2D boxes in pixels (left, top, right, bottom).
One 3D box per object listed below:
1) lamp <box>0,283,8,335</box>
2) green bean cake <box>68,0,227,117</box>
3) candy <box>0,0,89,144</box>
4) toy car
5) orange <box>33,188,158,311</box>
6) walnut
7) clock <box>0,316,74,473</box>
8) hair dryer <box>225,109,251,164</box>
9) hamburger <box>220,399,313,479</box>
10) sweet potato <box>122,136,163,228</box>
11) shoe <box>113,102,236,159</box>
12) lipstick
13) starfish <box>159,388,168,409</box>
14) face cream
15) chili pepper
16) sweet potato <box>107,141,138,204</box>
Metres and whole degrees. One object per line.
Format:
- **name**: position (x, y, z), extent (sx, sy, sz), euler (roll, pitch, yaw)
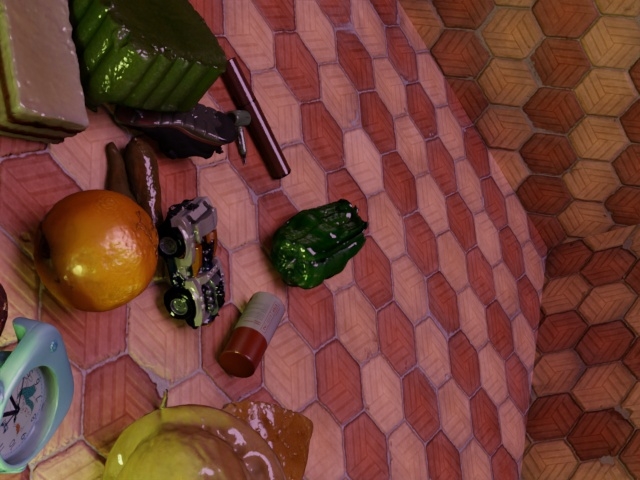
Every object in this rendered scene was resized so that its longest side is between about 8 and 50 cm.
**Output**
- **lamp**: position (-0.625, 0.130, 1.463), extent (0.247, 0.247, 0.246), euler (30, 52, -47)
- **green bean cake**: position (-0.410, -0.434, 2.006), extent (0.319, 0.218, 0.335), euler (-2, 56, -53)
- **candy**: position (-0.596, -0.364, 1.824), extent (0.179, 0.135, 0.320), euler (1, 73, -56)
- **toy car**: position (-0.282, 0.053, 2.068), extent (0.193, 0.118, 0.301), euler (-54, 138, -63)
- **orange**: position (-0.443, 0.019, 1.783), extent (0.246, 0.246, 0.246), euler (30, 52, -47)
- **walnut**: position (-0.240, 0.528, 1.759), extent (0.384, 0.384, 0.383), euler (30, 52, -47)
- **clock**: position (-0.541, 0.288, 1.570), extent (0.274, 0.094, 0.223), euler (-59, 157, -47)
- **hair dryer**: position (-0.213, -0.278, 2.443), extent (0.071, 0.047, 0.150), euler (-15, 94, -58)
- **hamburger**: position (-0.129, 0.502, 2.097), extent (0.330, 0.162, 0.209), euler (30, 50, -53)
- **sweet potato**: position (-0.397, -0.100, 2.059), extent (0.075, 0.075, 0.273), euler (-5, 83, -57)
- **shoe**: position (-0.353, -0.267, 2.153), extent (0.291, 0.137, 0.114), euler (14, 53, -23)
- **lipstick**: position (-0.179, -0.335, 2.502), extent (0.356, 0.057, 0.057), euler (65, 34, -15)
- **starfish**: position (-0.330, 0.385, 1.959), extent (0.133, 0.041, 0.130), euler (-26, 103, -65)
- **face cream**: position (-0.167, 0.230, 2.223), extent (0.096, 0.096, 0.214), euler (56, 37, -25)
- **chili pepper**: position (0.002, 0.010, 2.511), extent (0.385, 0.213, 0.167), euler (-39, 150, -52)
- **sweet potato**: position (-0.443, -0.107, 2.006), extent (0.069, 0.059, 0.249), euler (7, 65, -73)
